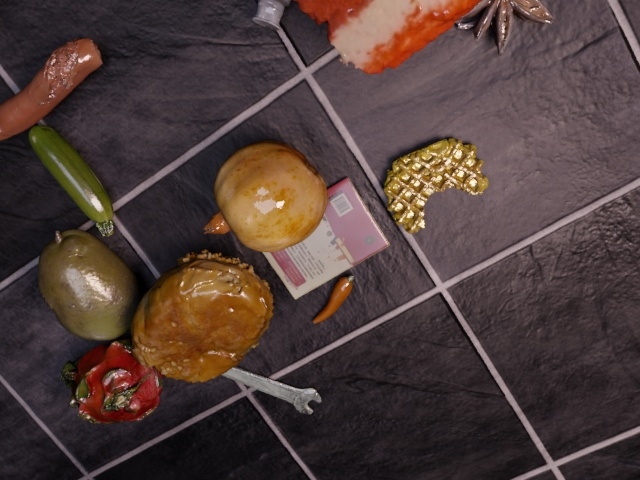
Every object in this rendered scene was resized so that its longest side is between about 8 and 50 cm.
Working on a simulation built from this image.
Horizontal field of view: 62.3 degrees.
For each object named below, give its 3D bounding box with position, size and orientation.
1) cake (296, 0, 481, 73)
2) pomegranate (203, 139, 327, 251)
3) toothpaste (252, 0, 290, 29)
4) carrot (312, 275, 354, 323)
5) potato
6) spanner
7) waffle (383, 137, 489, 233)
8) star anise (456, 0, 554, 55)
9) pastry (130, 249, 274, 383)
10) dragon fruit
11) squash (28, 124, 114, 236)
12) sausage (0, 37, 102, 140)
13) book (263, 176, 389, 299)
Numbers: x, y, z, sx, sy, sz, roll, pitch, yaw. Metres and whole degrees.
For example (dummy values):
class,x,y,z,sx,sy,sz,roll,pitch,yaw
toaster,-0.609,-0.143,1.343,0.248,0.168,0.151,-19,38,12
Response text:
class,x,y,z,sx,sy,sz,roll,pitch,yaw
cake,0.092,-0.450,0.740,0.270,0.270,0.319,-27,116,37
pomegranate,-0.091,-0.079,0.960,0.206,0.207,0.207,2,108,5
toothpaste,-0.059,-0.484,0.899,0.089,0.057,0.234,18,99,-3
carrot,0.028,0.125,1.097,0.035,0.035,0.142,31,113,-5
potato,-0.472,0.086,1.074,0.174,0.159,0.252,-29,117,-13
spanner,-0.142,0.315,1.183,0.301,0.017,0.071,22,108,-2
waffle,0.212,-0.105,0.992,0.194,0.051,0.149,-20,105,7
star anise,0.303,-0.412,0.875,0.195,0.065,0.182,36,106,5
pastry,-0.231,0.145,1.059,0.255,0.162,0.311,31,118,-29
dragon fruit,-0.456,0.305,1.116,0.268,0.200,0.199,-6,96,9
squash,-0.482,-0.122,1.051,0.066,0.066,0.252,-31,104,15
sausage,-0.532,-0.276,0.999,0.304,0.078,0.078,-33,102,14
book,0.000,0.000,1.063,0.231,0.022,0.162,-31,100,15
